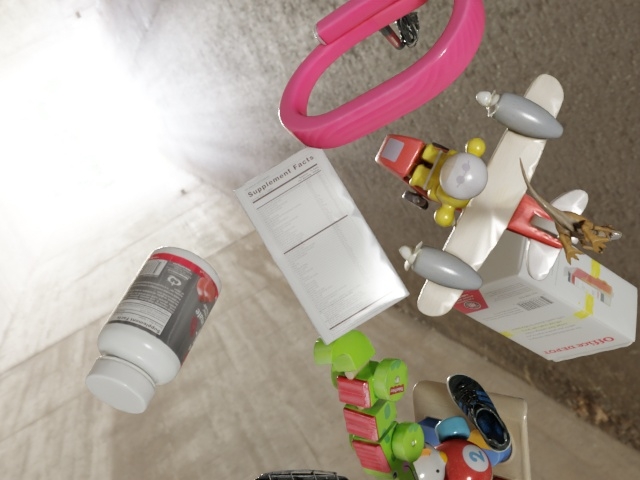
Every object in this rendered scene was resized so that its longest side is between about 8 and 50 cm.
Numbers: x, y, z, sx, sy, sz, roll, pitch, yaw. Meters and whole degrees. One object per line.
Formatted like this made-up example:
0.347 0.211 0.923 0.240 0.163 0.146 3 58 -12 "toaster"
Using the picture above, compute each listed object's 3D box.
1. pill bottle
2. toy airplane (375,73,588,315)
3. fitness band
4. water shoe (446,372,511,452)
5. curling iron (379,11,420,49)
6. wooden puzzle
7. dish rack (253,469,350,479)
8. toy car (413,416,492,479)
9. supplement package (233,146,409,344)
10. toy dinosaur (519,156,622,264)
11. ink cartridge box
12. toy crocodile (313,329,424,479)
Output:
-0.341 0.181 1.501 0.176 0.319 0.176 15 141 12 "pill bottle"
0.309 -0.084 1.388 0.272 0.384 0.386 22 -128 -65 "toy airplane"
0.066 -0.228 0.910 0.054 0.290 0.209 38 -141 -38 "fitness band"
0.352 0.368 1.623 0.203 0.073 0.080 53 175 31 "water shoe"
0.079 -0.395 1.204 0.035 0.068 0.274 18 176 44 "curling iron"
0.348 0.533 1.767 0.322 0.080 0.348 2 96 46 "wooden puzzle"
0.002 0.423 0.932 0.208 0.074 0.272 13 -142 -34 "dish rack"
0.224 0.461 1.485 0.238 0.210 0.219 50 -163 -48 "toy car"
0.000 0.000 1.043 0.244 0.139 0.134 59 180 -3 "supplement package"
0.365 -0.025 1.092 0.211 0.064 0.112 27 -150 -26 "toy dinosaur"
0.536 0.132 1.806 0.384 0.161 0.279 29 150 -21 "ink cartridge box"
0.082 0.284 1.184 0.115 0.105 0.341 4 121 38 "toy crocodile"
